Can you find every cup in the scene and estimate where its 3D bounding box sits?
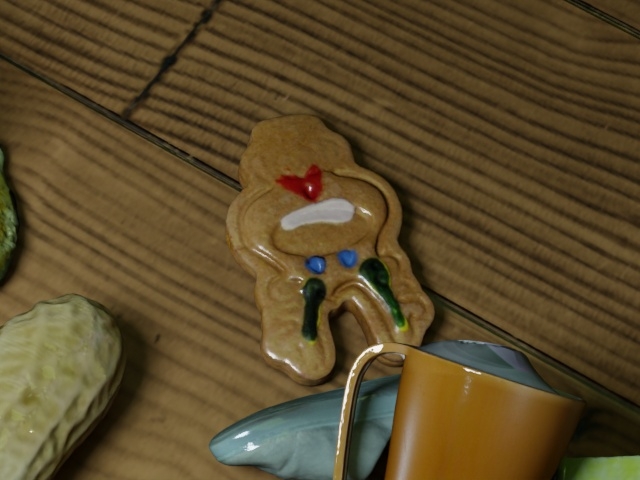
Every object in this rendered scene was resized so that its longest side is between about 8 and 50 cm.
[{"bbox_3d":[0.117,0.220,1.697,0.226,0.182,0.264,17,89,12],"label":"cup"}]

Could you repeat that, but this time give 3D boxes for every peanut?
[{"bbox_3d":[-0.313,0.180,1.717,0.153,0.140,0.325,37,62,14],"label":"peanut"}]

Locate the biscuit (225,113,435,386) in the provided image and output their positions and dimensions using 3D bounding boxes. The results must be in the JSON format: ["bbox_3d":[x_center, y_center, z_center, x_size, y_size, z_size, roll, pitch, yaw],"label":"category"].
[{"bbox_3d":[0.000,0.000,1.931,0.202,0.047,0.333,-9,60,-14],"label":"biscuit"}]

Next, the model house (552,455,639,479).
[{"bbox_3d":[0.266,0.324,1.738,0.211,0.170,0.193,-2,61,24],"label":"model house"}]

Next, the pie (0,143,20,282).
[{"bbox_3d":[-0.503,-0.053,1.871,0.371,0.078,0.296,9,58,-5],"label":"pie"}]

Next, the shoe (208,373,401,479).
[{"bbox_3d":[0.013,0.203,1.782,0.251,0.103,0.100,-15,92,-14],"label":"shoe"}]
